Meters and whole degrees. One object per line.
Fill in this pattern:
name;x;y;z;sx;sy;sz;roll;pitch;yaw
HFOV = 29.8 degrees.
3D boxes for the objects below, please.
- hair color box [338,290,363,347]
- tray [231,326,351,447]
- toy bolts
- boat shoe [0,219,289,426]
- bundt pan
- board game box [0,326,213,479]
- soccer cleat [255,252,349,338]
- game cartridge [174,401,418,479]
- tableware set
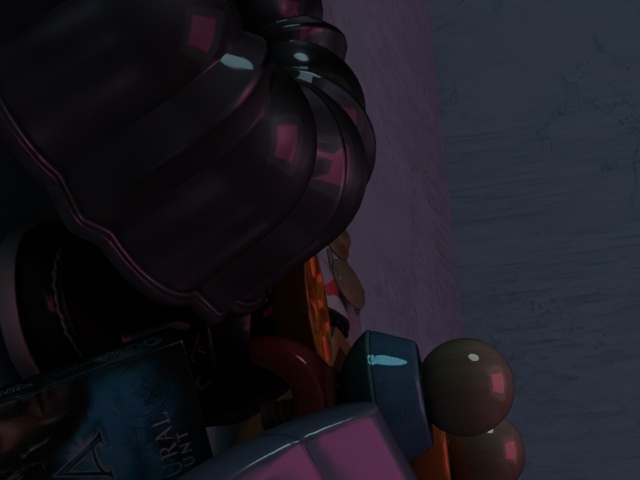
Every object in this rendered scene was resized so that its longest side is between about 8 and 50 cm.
hair color box;0.007;0.111;1.358;0.167;0.053;0.093;-66;145;-70
tray;0.046;0.288;1.128;0.411;0.076;0.203;56;39;-37
toy bolts;0.050;0.089;0.810;0.228;0.158;0.218;51;31;-76
boat shoe;-0.094;0.063;0.798;0.340;0.113;0.127;55;29;-64
bundt pan;-0.076;-0.122;0.728;0.331;0.124;0.331;50;22;-29
board game box;-0.114;0.153;0.650;0.026;0.126;0.186;31;-43;63
soccer cleat;-0.057;0.008;1.067;0.318;0.108;0.116;56;11;-62
game cartridge;-0.044;0.221;0.611;0.294;0.060;0.196;-36;100;-31
tableware set;0.000;0.000;1.362;0.169;0.020;0.141;46;26;-35
